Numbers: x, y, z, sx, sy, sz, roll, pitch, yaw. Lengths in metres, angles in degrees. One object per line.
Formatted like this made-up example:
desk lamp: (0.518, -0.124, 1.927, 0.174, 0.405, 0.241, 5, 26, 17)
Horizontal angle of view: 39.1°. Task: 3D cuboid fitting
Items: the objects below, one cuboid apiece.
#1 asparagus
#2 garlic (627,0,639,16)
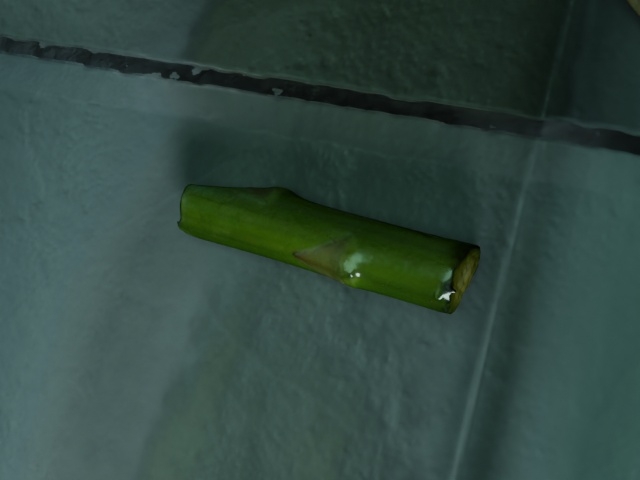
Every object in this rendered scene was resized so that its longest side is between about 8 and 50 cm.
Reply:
asparagus: (0.000, 0.000, 0.510, 0.178, 0.041, 0.045, 16, 65, 24)
garlic: (0.224, -0.170, 0.403, 0.229, 0.143, 0.178, 41, 99, 26)
